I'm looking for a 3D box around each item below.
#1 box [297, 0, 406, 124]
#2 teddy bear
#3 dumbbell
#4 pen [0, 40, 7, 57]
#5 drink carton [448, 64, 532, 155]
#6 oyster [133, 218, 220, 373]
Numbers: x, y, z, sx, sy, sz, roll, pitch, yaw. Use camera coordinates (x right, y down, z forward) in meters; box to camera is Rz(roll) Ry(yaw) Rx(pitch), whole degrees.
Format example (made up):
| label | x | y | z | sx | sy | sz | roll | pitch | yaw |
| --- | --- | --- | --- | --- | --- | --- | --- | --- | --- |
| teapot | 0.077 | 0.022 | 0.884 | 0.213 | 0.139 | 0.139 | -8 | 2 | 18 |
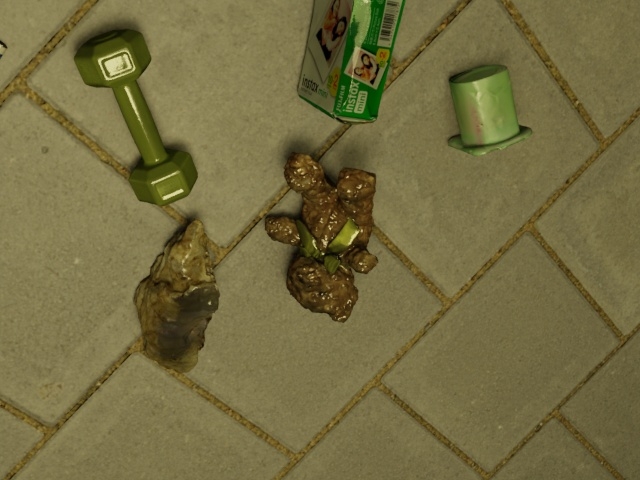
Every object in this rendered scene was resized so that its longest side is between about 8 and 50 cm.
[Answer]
| label | x | y | z | sx | sy | sz | roll | pitch | yaw |
| --- | --- | --- | --- | --- | --- | --- | --- | --- | --- |
| box | 0.051 | -0.342 | 1.419 | 0.103 | 0.180 | 0.250 | 4 | 110 | -27 |
| teddy bear | -0.002 | -0.003 | 1.531 | 0.296 | 0.246 | 0.223 | 67 | 44 | -63 |
| dumbbell | -0.309 | -0.206 | 1.377 | 0.121 | 0.108 | 0.302 | -23 | 119 | -10 |
| pen | -0.570 | -0.237 | 1.311 | 0.025 | 0.025 | 0.204 | 30 | 99 | -29 |
| drink carton | 0.326 | -0.263 | 1.588 | 0.144 | 0.146 | 0.142 | -20 | 110 | -12 |
| oyster | -0.266 | 0.125 | 1.540 | 0.166 | 0.110 | 0.341 | 18 | 118 | -21 |
